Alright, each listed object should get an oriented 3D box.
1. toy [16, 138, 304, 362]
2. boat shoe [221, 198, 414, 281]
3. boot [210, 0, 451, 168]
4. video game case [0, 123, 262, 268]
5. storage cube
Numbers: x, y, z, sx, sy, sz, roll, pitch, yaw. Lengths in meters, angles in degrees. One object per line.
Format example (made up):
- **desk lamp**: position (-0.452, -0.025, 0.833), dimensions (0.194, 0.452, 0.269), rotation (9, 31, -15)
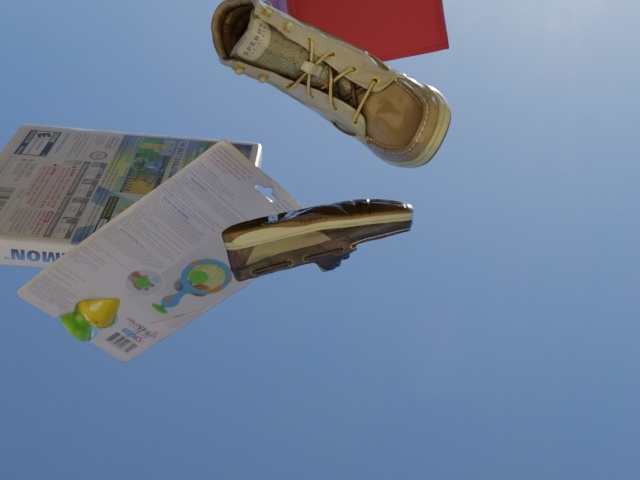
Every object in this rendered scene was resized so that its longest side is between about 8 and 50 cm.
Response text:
- **toy**: position (-0.132, 0.004, 1.047), dimensions (0.237, 0.137, 0.056), rotation (-36, -140, 17)
- **boat shoe**: position (0.000, 0.000, 0.953), dimensions (0.152, 0.049, 0.056), rotation (-8, -166, -1)
- **boot**: position (0.003, -0.140, 1.031), dimensions (0.165, 0.077, 0.213), rotation (24, -169, -34)
- **video game case**: position (-0.225, -0.049, 1.336), dimensions (0.299, 0.036, 0.329), rotation (5, -155, -1)
- **storage cube**: position (0.034, -0.322, 1.478), dimensions (0.215, 0.193, 0.184), rotation (-13, -162, -8)
